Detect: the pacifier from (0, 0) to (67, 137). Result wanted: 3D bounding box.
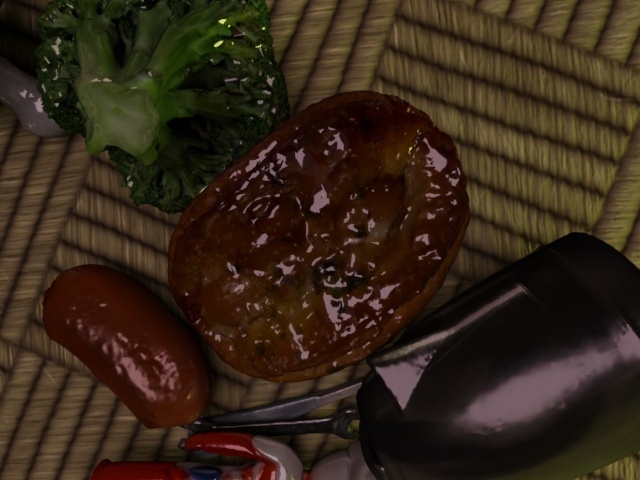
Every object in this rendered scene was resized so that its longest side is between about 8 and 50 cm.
[{"bbox_3d":[-0.414,-0.227,0.688,0.226,0.287,0.238,40,74,-35],"label":"pacifier"}]

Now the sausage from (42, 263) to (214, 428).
[{"bbox_3d":[-0.244,0.131,0.690,0.258,0.133,0.133,41,95,9],"label":"sausage"}]

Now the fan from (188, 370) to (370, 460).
[{"bbox_3d":[-0.048,0.235,0.721,0.281,0.023,0.057,-19,87,8],"label":"fan"}]

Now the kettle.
[{"bbox_3d":[0.206,0.192,0.605,0.324,0.228,0.321,-27,123,4],"label":"kettle"}]

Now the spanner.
[{"bbox_3d":[-0.064,0.248,0.705,0.254,0.015,0.054,-5,108,2],"label":"spanner"}]

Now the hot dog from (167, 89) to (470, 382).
[{"bbox_3d":[0.000,0.000,0.634,0.387,0.174,0.267,-38,100,6],"label":"hot dog"}]

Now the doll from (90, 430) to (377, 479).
[{"bbox_3d":[-0.093,0.326,0.687,0.383,0.099,0.189,-8,110,8],"label":"doll"}]

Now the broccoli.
[{"bbox_3d":[-0.185,-0.172,0.622,0.307,0.275,0.308,0,124,-1],"label":"broccoli"}]
